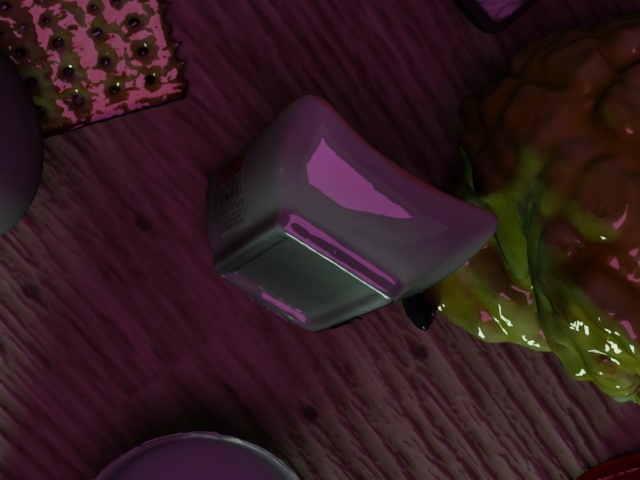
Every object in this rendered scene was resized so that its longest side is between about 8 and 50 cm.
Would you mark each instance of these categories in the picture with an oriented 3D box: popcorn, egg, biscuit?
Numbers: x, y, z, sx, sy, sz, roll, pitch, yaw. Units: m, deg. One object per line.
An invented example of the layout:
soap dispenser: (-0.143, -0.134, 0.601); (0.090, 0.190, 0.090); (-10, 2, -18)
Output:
popcorn: (0.216, -0.011, 0.785); (0.237, 0.293, 0.293); (-12, 109, -20)
egg: (-0.268, -0.083, 0.782); (0.146, 0.146, 0.199); (-33, 99, 7)
biscuit: (-0.181, -0.191, 0.821); (0.139, 0.016, 0.231); (-15, 108, 2)

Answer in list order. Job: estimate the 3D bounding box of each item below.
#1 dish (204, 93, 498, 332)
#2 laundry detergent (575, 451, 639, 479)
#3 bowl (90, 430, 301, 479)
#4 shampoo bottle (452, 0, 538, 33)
dish: (0.000, 0.000, 0.790); (0.151, 0.212, 0.077); (32, 69, -13)
laundry detergent: (0.264, 0.255, 0.972); (0.097, 0.049, 0.165); (-19, 109, 10)
bowl: (-0.094, 0.214, 0.918); (0.189, 0.086, 0.189); (-1, 106, -4)
shampoo bottle: (0.178, -0.246, 0.793); (0.246, 0.080, 0.079); (-41, 107, 9)
